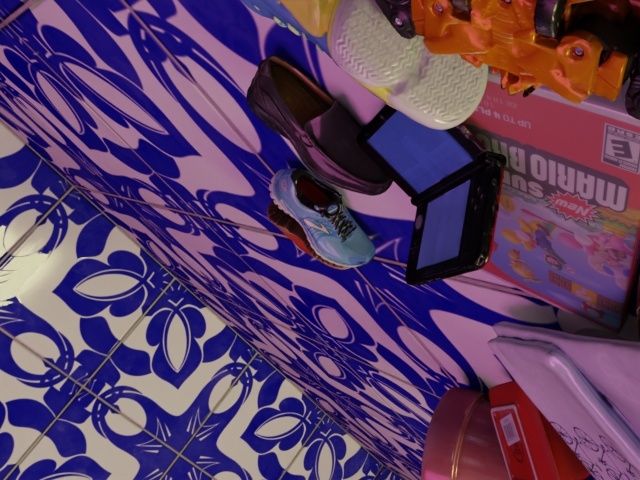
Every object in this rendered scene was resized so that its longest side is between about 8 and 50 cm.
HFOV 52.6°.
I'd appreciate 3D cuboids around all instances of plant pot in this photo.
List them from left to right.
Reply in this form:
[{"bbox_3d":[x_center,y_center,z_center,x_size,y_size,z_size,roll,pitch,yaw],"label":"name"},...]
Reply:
[{"bbox_3d":[0.281,0.349,1.026,0.180,0.201,0.201,8,149,32],"label":"plant pot"}]

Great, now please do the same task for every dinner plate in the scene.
[{"bbox_3d":[0.299,0.110,0.642,0.141,0.017,0.141,33,162,12],"label":"dinner plate"}]

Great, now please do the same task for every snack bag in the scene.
[{"bbox_3d":[0.305,0.214,0.584,0.323,0.037,0.342,53,174,1],"label":"snack bag"}]

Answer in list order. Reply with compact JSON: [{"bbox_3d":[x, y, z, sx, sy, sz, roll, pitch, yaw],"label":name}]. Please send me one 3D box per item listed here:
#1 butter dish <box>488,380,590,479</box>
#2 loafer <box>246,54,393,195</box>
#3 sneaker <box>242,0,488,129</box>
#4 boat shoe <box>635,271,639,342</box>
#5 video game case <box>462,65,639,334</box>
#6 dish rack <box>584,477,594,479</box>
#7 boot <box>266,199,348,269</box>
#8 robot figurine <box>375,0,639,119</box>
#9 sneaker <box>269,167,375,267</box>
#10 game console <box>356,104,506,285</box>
[{"bbox_3d":[0.306,0.256,0.850,0.160,0.118,0.160,99,158,-72],"label":"butter dish"},{"bbox_3d":[0.002,-0.107,0.612,0.170,0.062,0.061,36,158,2],"label":"loafer"},{"bbox_3d":[0.007,-0.169,0.426,0.240,0.091,0.126,47,175,-11],"label":"sneaker"},{"bbox_3d":[0.279,0.071,0.489,0.073,0.073,0.207,24,156,49],"label":"boat shoe"},{"bbox_3d":[0.159,-0.037,0.525,0.204,0.025,0.285,28,161,32],"label":"video game case"},{"bbox_3d":[0.500,0.492,1.116,0.271,0.074,0.208,45,162,-21],"label":"dish rack"},{"bbox_3d":[0.000,0.000,0.900,0.158,0.059,0.085,37,168,34],"label":"boot"},{"bbox_3d":[0.089,-0.168,0.234,0.211,0.085,0.291,30,160,26],"label":"robot figurine"},{"bbox_3d":[0.007,-0.027,0.798,0.162,0.063,0.073,42,159,-13],"label":"sneaker"},{"bbox_3d":[0.075,-0.037,0.520,0.085,0.124,0.144,14,167,-11],"label":"game console"}]
